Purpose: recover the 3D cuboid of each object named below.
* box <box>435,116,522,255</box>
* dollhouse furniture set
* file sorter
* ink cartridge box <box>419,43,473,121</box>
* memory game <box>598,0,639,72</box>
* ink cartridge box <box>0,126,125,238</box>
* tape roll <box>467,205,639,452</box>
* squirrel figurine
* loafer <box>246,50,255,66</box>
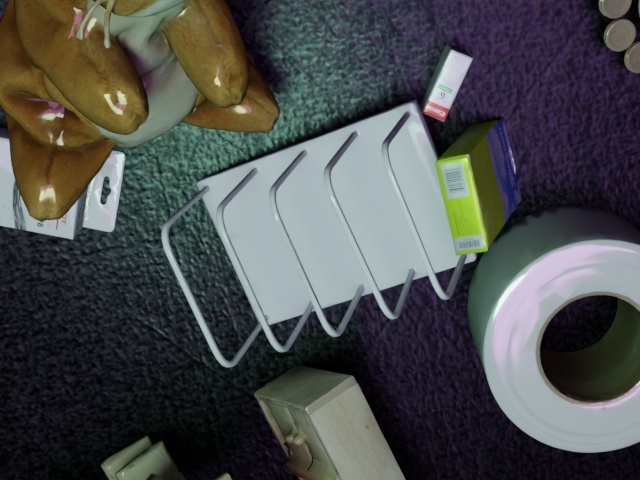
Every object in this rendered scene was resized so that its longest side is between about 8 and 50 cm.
[{"bbox_3d":[0.177,-0.064,1.305,0.042,0.178,0.109,-8,106,23],"label":"box"},{"bbox_3d":[-0.096,0.355,1.326,0.394,0.362,0.256,-32,102,-22],"label":"dollhouse furniture set"},{"bbox_3d":[0.000,0.000,1.284,0.277,0.173,0.193,-19,104,20],"label":"file sorter"},{"bbox_3d":[0.133,-0.161,1.328,0.029,0.063,0.115,22,105,-4],"label":"ink cartridge box"},{"bbox_3d":[0.390,-0.267,1.297,0.186,0.012,0.186,-7,116,-13],"label":"memory game"},{"bbox_3d":[-0.324,-0.066,1.359,0.180,0.060,0.104,11,104,-2],"label":"ink cartridge box"},{"bbox_3d":[0.296,0.096,1.339,0.246,0.169,0.246,0,104,1],"label":"tape roll"},{"bbox_3d":[-0.212,-0.282,1.117,0.281,0.370,0.397,-17,67,-11],"label":"squirrel figurine"},{"bbox_3d":[-0.144,-0.217,1.323,0.148,0.050,0.056,19,104,-4],"label":"loafer"}]
